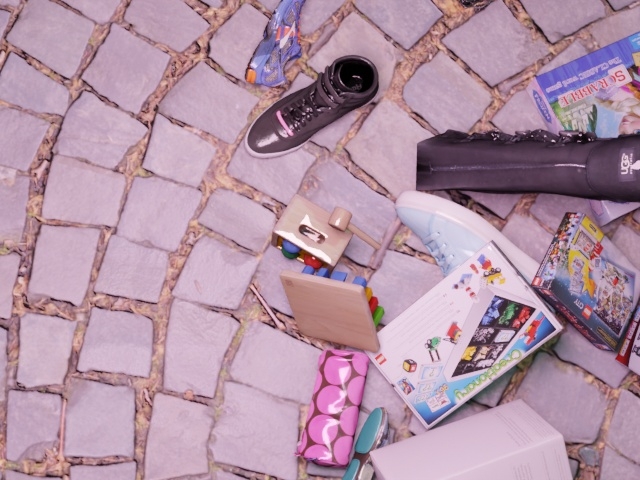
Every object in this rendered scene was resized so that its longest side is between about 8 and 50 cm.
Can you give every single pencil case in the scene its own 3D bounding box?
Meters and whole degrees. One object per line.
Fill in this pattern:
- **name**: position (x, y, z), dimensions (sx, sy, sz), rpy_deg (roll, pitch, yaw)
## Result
- **pencil case**: position (0.022, 0.296, 1.590), dimensions (0.098, 0.095, 0.209), rpy_deg (10, 75, 15)

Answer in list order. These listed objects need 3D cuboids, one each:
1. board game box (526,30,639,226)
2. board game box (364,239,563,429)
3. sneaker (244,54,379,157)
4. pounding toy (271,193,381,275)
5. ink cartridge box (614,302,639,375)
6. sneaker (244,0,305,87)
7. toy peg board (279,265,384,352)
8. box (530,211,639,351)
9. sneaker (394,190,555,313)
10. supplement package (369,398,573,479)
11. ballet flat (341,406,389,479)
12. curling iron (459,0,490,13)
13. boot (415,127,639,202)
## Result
- **board game box**: position (0.620, -0.235, 1.756), dimensions (0.318, 0.066, 0.318), rpy_deg (-25, 81, -8)
- **board game box**: position (0.247, 0.168, 1.582), dimensions (0.305, 0.053, 0.193), rpy_deg (-41, 83, 17)
- **sneaker**: position (-0.015, -0.259, 1.674), dimensions (0.295, 0.147, 0.105), rpy_deg (-29, 83, -8)
- **pounding toy**: position (0.008, 0.004, 1.588), dimensions (0.181, 0.206, 0.094), rpy_deg (30, 78, 2)
- **ink cartridge box**: position (0.665, 0.114, 1.544), dimensions (0.130, 0.272, 0.309), rpy_deg (22, 93, 0)
- **sneaker**: position (-0.071, -0.392, 1.742), dimensions (0.087, 0.083, 0.221), rpy_deg (26, 82, -12)
- **toy peg board**: position (0.031, 0.103, 1.582), dimensions (0.161, 0.161, 0.079), rpy_deg (10, 48, 28)
- **box**: position (0.493, 0.077, 1.627), dimensions (0.233, 0.044, 0.159), rpy_deg (39, 73, -31)
- **sneaker**: position (0.272, 0.052, 1.634), dimensions (0.366, 0.135, 0.150), rpy_deg (35, 73, 4)
- **supplement package**: position (0.258, 0.418, 1.510), dimensions (0.293, 0.175, 0.178), rpy_deg (-17, 104, -8)
- **ballet flat**: position (0.087, 0.392, 1.593), dimensions (0.070, 0.070, 0.188), rpy_deg (27, 79, 2)
- **curling iron**: position (0.217, -0.500, 1.799), dimensions (0.274, 0.035, 0.068), rpy_deg (2, 78, -4)
- **boot**: position (0.440, -0.128, 1.604), dimensions (0.445, 0.367, 0.146), rpy_deg (0, 87, 35)
